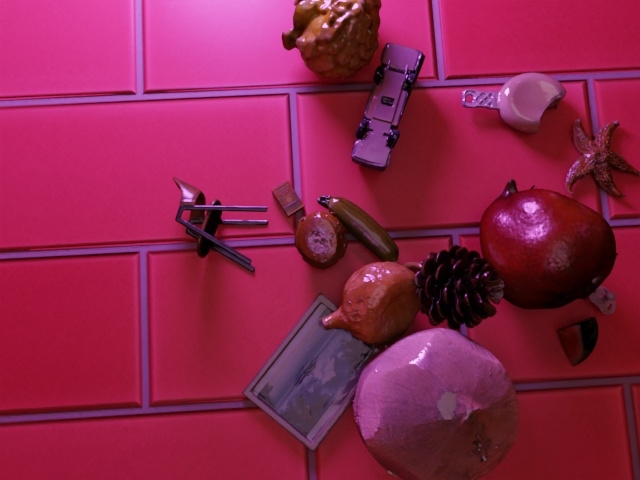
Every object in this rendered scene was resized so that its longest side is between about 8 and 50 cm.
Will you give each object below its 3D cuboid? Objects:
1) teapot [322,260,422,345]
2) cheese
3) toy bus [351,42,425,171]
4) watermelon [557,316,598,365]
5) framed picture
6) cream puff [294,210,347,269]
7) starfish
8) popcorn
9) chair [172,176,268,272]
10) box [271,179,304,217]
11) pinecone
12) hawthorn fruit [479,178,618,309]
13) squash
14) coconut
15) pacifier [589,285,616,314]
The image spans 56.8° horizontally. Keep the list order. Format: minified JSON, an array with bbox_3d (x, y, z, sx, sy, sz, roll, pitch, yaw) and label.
[{"bbox_3d":[0.137,0.131,1.431,0.311,0.203,0.167,-32,41,-25],"label":"teapot"},{"bbox_3d":[0.503,-0.379,1.544,0.248,0.071,0.164,24,83,3],"label":"cheese"},{"bbox_3d":[0.165,-0.326,1.499,0.112,0.138,0.317,19,84,6],"label":"toy bus"},{"bbox_3d":[0.633,0.247,1.472,0.094,0.125,0.136,16,102,30],"label":"watermelon"},{"bbox_3d":[-0.008,0.323,1.463,0.232,0.024,0.315,38,82,5],"label":"framed picture"},{"bbox_3d":[0.004,0.000,1.466,0.126,0.103,0.144,-11,83,11],"label":"cream puff"},{"bbox_3d":[0.724,-0.210,1.543,0.227,0.043,0.240,42,86,5],"label":"starfish"},{"bbox_3d":[0.036,-0.539,1.482,0.270,0.224,0.258,-36,68,3],"label":"popcorn"},{"bbox_3d":[-0.259,-0.040,1.438,0.246,0.159,0.173,14,79,-1],"label":"chair"},{"bbox_3d":[-0.083,-0.106,1.518,0.051,0.023,0.082,-32,84,-4],"label":"box"},{"bbox_3d":[0.323,0.109,1.351,0.207,0.208,0.208,0,83,-1],"label":"pinecone"},{"bbox_3d":[0.517,0.023,1.394,0.311,0.295,0.295,31,82,28],"label":"hawthorn fruit"},{"bbox_3d":[0.102,-0.039,1.490,0.252,0.066,0.066,42,84,4],"label":"squash"},{"bbox_3d":[0.246,0.366,1.295,0.346,0.360,0.347,0,80,-2],"label":"coconut"},{"bbox_3d":[0.716,0.142,1.484,0.068,0.064,0.083,-41,85,-23],"label":"pacifier"}]
